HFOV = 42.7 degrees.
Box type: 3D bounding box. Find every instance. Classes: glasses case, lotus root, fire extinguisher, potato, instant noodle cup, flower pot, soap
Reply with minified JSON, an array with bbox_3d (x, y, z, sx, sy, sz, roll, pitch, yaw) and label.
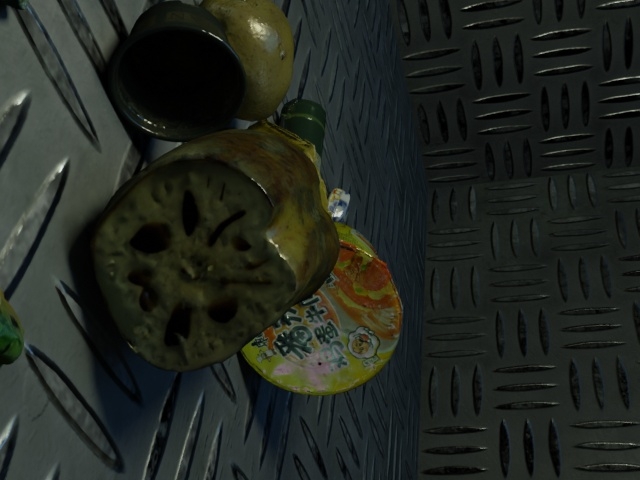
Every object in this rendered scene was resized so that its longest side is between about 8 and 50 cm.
[{"bbox_3d":[0.000,0.000,1.497,0.248,0.065,0.086,117,-2,-56],"label":"glasses case"},{"bbox_3d":[-0.102,-0.007,0.958,0.346,0.251,0.250,-35,118,-73],"label":"lotus root"},{"bbox_3d":[-0.047,-0.121,1.492,0.118,0.093,0.294,64,26,-52],"label":"fire extinguisher"},{"bbox_3d":[-0.112,-0.271,1.230,0.157,0.157,0.193,-71,165,-58],"label":"potato"},{"bbox_3d":[-0.003,0.091,1.313,0.200,0.265,0.264,-79,160,-74],"label":"instant noodle cup"},{"bbox_3d":[-0.168,-0.210,0.972,0.157,0.158,0.106,70,8,-45],"label":"flower pot"},{"bbox_3d":[-0.066,-0.097,1.232,0.233,0.076,0.134,-139,-148,-61],"label":"soap"}]

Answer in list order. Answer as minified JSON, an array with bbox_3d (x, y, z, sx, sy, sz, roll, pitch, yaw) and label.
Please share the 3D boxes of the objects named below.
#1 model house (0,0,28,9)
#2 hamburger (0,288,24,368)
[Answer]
[{"bbox_3d":[-0.283,-0.257,0.726,0.079,0.066,0.083,23,80,-86],"label":"model house"},{"bbox_3d":[-0.270,0.088,0.403,0.288,0.192,0.167,31,45,-73],"label":"hamburger"}]
